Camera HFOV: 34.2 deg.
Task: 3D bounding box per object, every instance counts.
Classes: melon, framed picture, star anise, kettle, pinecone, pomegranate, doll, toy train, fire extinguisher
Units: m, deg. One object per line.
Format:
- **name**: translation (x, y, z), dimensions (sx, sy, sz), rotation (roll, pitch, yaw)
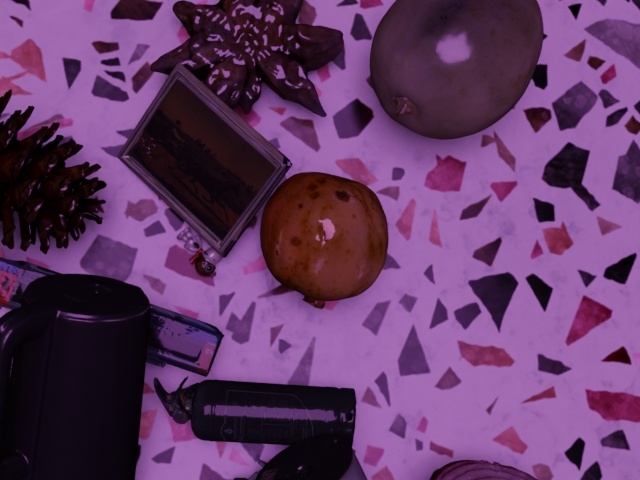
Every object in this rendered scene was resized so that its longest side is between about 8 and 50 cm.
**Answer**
- **melon**: translation (0.215, -0.296, 1.640), dimensions (0.308, 0.272, 0.272), rotation (-34, 86, -4)
- **framed picture**: translation (-0.189, -0.126, 1.630), dimensions (0.252, 0.014, 0.197), rotation (42, 111, 12)
- **star anise**: translation (-0.116, -0.299, 1.683), dimensions (0.315, 0.108, 0.316), rotation (2, 75, -8)
- **kettle**: translation (-0.375, 0.217, 1.471), dimensions (0.262, 0.203, 0.308), rotation (-1, 109, -34)
- **kettle**: translation (-0.004, 0.438, 1.554), dimensions (0.221, 0.161, 0.236), rotation (-18, 112, 22)
- **pinecone**: translation (-0.464, -0.093, 1.576), dimensions (0.292, 0.246, 0.246), rotation (24, 80, -18)
- **pomegranate**: translation (0.000, 0.000, 1.607), dimensions (0.215, 0.215, 0.216), rotation (1, 82, -5)
- **doll**: translation (-0.195, 0.019, 1.666), dimensions (0.085, 0.040, 0.058), rotation (30, 68, -5)
- **toy train**: translation (-0.354, 0.114, 1.614), dimensions (0.409, 0.086, 0.089), rotation (19, 83, -2)
- **fire extinguisher**: translation (-0.100, 0.260, 1.607), dimensions (0.311, 0.095, 0.115), rotation (3, 123, -3)

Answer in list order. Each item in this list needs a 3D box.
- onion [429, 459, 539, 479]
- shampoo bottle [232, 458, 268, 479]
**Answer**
- **onion**: translation (0.226, 0.460, 1.566), dimensions (0.206, 0.216, 0.207), rotation (27, 120, 30)
- **shampoo bottle**: translation (-0.148, 0.421, 1.600), dimensions (0.204, 0.065, 0.065), rotation (-43, 88, -9)
